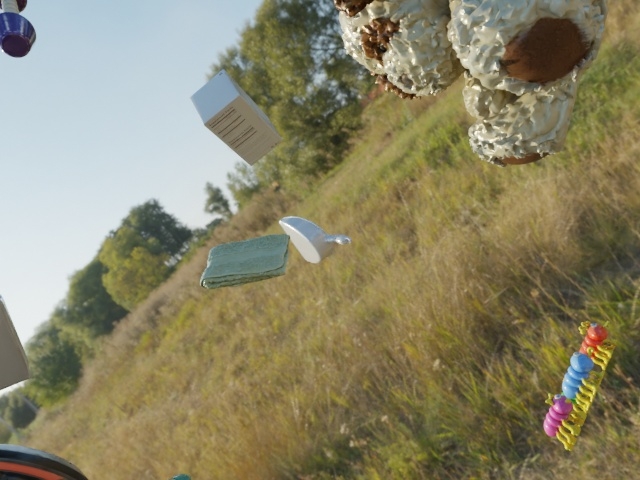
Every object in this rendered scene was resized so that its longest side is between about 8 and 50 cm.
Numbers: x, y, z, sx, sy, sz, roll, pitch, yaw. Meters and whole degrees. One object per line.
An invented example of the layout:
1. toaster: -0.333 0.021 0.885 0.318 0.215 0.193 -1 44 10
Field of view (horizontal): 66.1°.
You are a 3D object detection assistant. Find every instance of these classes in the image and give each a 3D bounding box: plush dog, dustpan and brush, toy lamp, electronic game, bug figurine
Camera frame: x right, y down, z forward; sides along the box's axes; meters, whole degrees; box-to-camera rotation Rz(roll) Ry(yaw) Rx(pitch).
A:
1. plush dog: 0.123 -0.203 0.446 0.262 0.225 0.210 28 -105 -68
2. dustpan and brush: 0.000 0.000 1.195 0.060 0.147 0.211 -43 27 -18
3. toy lamp: -0.613 -0.438 0.976 0.080 0.080 0.275 -42 49 6
4. electronic game: -0.462 0.371 0.743 0.229 0.229 0.048 -38 32 30
5. bug figurine: 0.496 0.270 0.948 0.279 0.072 0.216 -11 -62 -53

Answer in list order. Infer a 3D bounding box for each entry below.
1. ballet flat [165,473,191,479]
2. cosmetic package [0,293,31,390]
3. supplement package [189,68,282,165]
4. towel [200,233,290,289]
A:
1. ballet flat: -0.337 0.570 1.143 0.041 0.041 0.114 -44 -18 -8
2. cosmetic package: -0.446 0.144 0.514 0.238 0.107 0.127 -18 6 -30
3. supplement package: -0.247 -0.360 1.470 0.134 0.139 0.244 -37 -33 9
4. towel: -0.124 0.032 0.824 0.148 0.027 0.110 -11 34 7
